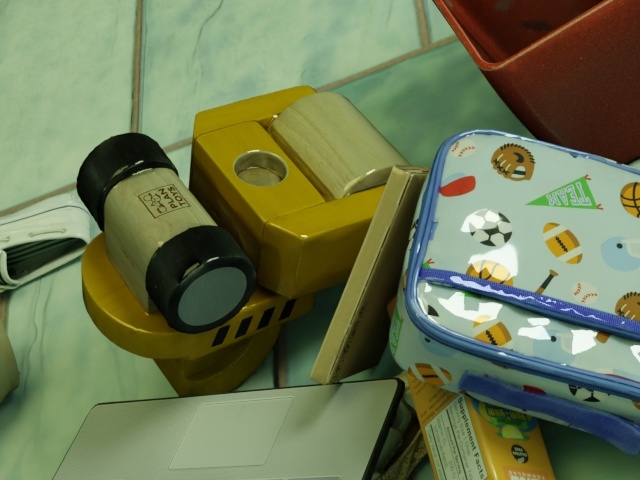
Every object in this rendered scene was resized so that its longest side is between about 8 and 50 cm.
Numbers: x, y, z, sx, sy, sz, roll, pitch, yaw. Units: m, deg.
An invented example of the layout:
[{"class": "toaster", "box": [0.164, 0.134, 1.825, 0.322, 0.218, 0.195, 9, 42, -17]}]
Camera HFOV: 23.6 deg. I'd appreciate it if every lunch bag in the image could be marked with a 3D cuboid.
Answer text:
[{"class": "lunch bag", "box": [0.216, 0.046, 1.275, 0.303, 0.115, 0.243, 15, 53, 1]}]

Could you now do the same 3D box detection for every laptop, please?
[{"class": "laptop", "box": [-0.196, 0.218, 1.273, 0.382, 0.236, 0.408, -8, 42, 36]}]

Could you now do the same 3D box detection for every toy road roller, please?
[{"class": "toy road roller", "box": [-0.077, 0.013, 1.517, 0.329, 0.241, 0.202, -20, 50, -26]}]

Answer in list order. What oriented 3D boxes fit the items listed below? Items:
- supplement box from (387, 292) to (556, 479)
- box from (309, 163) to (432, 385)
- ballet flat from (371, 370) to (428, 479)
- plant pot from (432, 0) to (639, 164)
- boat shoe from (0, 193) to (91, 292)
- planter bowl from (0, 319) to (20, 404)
[{"class": "supplement box", "box": [0.130, 0.135, 1.317, 0.080, 0.078, 0.233, -47, 44, 39]}, {"class": "box", "box": [0.059, 0.029, 1.387, 0.021, 0.164, 0.201, 24, 99, 16]}, {"class": "ballet flat", "box": [0.069, 0.167, 1.376, 0.073, 0.067, 0.206, 15, 62, 41]}, {"class": "plant pot", "box": [0.262, -0.220, 1.473, 0.267, 0.236, 0.267, -30, 43, 4]}, {"class": "boat shoe", "box": [-0.369, 0.019, 1.765, 0.226, 0.083, 0.076, -28, 42, 7]}, {"class": "planter bowl", "box": [-0.389, 0.131, 1.644, 0.109, 0.162, 0.162, -20, 38, -22]}]
